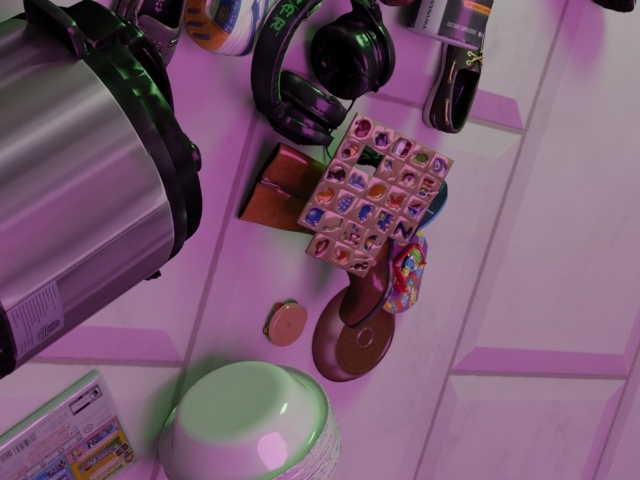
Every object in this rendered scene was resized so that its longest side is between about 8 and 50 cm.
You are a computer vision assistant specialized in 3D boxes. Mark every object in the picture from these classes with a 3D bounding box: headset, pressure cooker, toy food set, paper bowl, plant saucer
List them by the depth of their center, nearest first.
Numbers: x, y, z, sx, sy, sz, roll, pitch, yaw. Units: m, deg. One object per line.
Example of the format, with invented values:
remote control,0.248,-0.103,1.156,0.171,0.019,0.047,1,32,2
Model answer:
pressure cooker,-0.346,-0.072,1.478,0.420,0.370,0.376,-37,100,-28
headset,0.033,-0.232,1.891,0.243,0.185,0.394,-48,150,-15
paper bowl,-0.118,0.302,1.921,0.284,0.284,0.148,-37,128,-25
toy food set,-0.059,0.142,2.090,0.082,0.020,0.083,39,81,-44
plant saucer,0.072,0.172,2.211,0.198,0.036,0.199,-18,120,-35

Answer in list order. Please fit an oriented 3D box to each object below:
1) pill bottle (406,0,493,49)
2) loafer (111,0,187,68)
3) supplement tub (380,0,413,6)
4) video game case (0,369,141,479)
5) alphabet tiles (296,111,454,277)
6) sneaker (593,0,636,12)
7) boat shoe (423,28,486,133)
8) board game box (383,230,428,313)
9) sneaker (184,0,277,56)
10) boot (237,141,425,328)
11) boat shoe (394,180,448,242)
pill bottle,0.237,-0.451,2.020,0.130,0.130,0.246,8,102,-44
loafer,-0.229,-0.322,1.686,0.096,0.084,0.268,4,106,-43
supplement tub,0.096,-0.469,1.902,0.106,0.106,0.198,-50,134,-14
video game case,-0.393,0.331,1.869,0.212,0.023,0.193,-36,129,-26
alphabet tiles,0.079,-0.061,1.925,0.198,0.009,0.237,23,103,-29
sneaker,0.539,-0.547,2.274,0.283,0.107,0.124,43,72,-44
boat shoe,0.253,-0.300,2.143,0.081,0.068,0.228,8,102,-44
board game box,0.159,0.052,2.213,0.133,0.033,0.169,16,85,-47
sneaker,-0.103,-0.412,1.768,0.131,0.111,0.297,12,102,-62
boot,0.000,0.000,1.981,0.280,0.096,0.264,17,116,-21
boat shoe,0.122,-0.051,2.109,0.258,0.109,0.089,-37,130,-27
